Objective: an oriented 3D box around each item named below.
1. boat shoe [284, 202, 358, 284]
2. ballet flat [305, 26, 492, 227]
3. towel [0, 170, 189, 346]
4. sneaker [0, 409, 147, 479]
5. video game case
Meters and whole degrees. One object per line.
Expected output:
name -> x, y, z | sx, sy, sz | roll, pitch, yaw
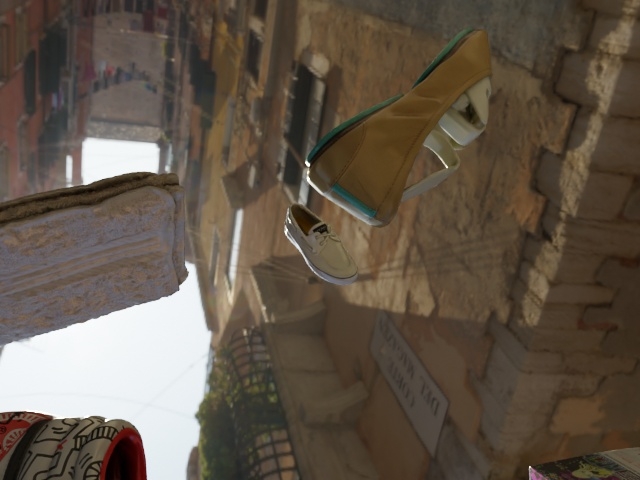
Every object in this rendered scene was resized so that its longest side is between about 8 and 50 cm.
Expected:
boat shoe -> 0.000, 0.000, 0.590 | 0.035, 0.035, 0.100 | -22, -132, -24
ballet flat -> 0.078, -0.083, 0.470 | 0.073, 0.080, 0.232 | 44, -127, 4
towel -> -0.279, 0.028, 0.697 | 0.282, 0.187, 0.049 | -18, -129, -24
sneaker -> -0.165, 0.223, 0.337 | 0.145, 0.090, 0.270 | -5, -120, 9
video game case -> 0.458, 0.374, 0.935 | 0.210, 0.041, 0.232 | -3, -174, -15
